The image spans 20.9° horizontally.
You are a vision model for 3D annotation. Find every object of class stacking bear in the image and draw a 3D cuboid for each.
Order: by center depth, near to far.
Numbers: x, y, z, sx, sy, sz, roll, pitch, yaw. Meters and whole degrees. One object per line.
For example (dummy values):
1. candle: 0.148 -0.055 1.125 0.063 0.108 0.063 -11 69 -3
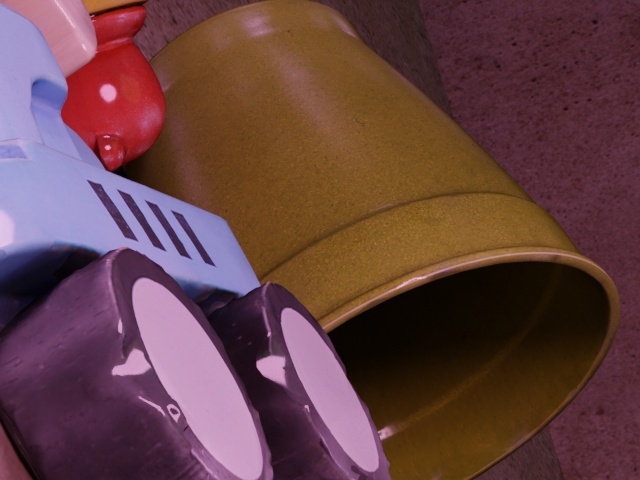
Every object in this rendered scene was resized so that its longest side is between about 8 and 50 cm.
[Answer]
1. stacking bear: -0.203 -0.190 1.309 0.175 0.164 0.289 -141 -146 -82

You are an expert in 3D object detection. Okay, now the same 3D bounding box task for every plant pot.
1. plant pot: 0.000 0.000 1.425 0.366 0.366 0.353 42 17 -57

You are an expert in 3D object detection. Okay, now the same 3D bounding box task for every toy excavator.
1. toy excavator: -0.161 -0.028 0.798 0.445 0.222 0.433 63 12 15
